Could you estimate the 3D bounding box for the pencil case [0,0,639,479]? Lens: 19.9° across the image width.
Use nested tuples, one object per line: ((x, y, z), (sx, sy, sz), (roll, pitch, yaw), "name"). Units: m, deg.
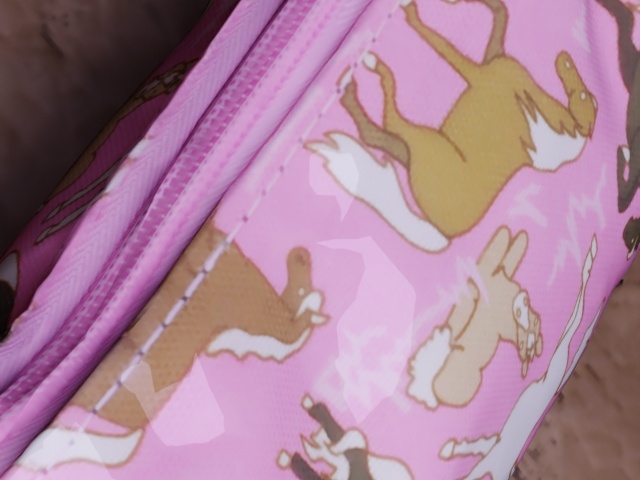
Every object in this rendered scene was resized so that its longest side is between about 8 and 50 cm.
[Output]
((0.000, 0.000, 0.480), (0.167, 0.160, 0.386), (42, 63, -17), "pencil case")
